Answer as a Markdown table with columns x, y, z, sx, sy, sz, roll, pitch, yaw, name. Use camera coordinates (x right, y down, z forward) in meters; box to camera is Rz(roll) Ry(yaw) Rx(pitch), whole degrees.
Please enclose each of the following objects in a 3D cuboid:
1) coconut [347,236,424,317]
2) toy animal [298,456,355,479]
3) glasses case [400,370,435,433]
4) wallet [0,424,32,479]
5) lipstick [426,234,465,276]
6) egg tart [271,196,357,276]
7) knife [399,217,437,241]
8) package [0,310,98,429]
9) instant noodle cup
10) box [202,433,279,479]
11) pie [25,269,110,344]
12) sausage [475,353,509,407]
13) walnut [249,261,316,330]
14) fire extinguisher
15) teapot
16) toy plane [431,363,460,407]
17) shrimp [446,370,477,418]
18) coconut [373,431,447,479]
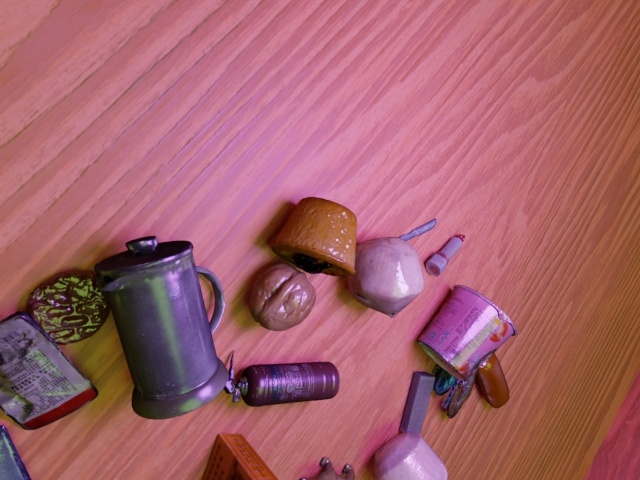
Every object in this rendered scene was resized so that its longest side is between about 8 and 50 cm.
| x | y | z | sx | sy | sz | roll | pitch | yaw | name |
| --- | --- | --- | --- | --- | --- | --- | --- | --- | --- |
| 0.179 | 0.103 | 1.163 | 0.224 | 0.224 | 0.224 | -7 | 103 | -32 | coconut |
| 0.032 | 0.716 | 1.245 | 0.218 | 0.101 | 0.103 | 37 | 81 | -32 | toy animal |
| 0.328 | 0.551 | 1.435 | 0.070 | 0.047 | 0.205 | 13 | 93 | -28 | glasses case |
| -0.673 | 0.524 | 0.783 | 0.251 | 0.054 | 0.291 | -22 | 109 | -29 | wallet |
| 0.421 | 0.035 | 1.393 | 0.186 | 0.057 | 0.063 | -42 | 147 | -26 | lipstick |
| 0.000 | 0.000 | 1.032 | 0.215 | 0.215 | 0.171 | 29 | 73 | -33 | egg tart |
| 0.294 | -0.023 | 1.320 | 0.210 | 0.015 | 0.028 | -23 | 105 | -28 | knife |
| -0.558 | 0.255 | 0.799 | 0.154 | 0.030 | 0.239 | -27 | 114 | -7 | package |
| 0.464 | 0.307 | 1.371 | 0.231 | 0.243 | 0.243 | -47 | 120 | -9 | instant noodle cup |
| -0.181 | 0.602 | 0.980 | 0.076 | 0.274 | 0.174 | 20 | 88 | -38 | box |
| -0.493 | 0.132 | 0.832 | 0.154 | 0.036 | 0.155 | -6 | 101 | -32 | pie |
| 0.649 | 0.528 | 1.606 | 0.105 | 0.105 | 0.274 | -38 | 117 | -21 | sausage |
| -0.095 | 0.140 | 1.031 | 0.166 | 0.149 | 0.167 | 1 | 80 | -4 | walnut |
| -0.118 | 0.351 | 1.088 | 0.343 | 0.102 | 0.138 | 9 | 62 | -33 | fire extinguisher |
| -0.304 | 0.149 | 0.879 | 0.270 | 0.200 | 0.337 | -30 | 115 | -53 | teapot |
| 0.454 | 0.456 | 1.467 | 0.060 | 0.096 | 0.235 | 33 | 83 | -34 | toy plane |
| 0.499 | 0.530 | 1.511 | 0.173 | 0.058 | 0.253 | -22 | 125 | -45 | shrimp |
| 0.289 | 0.739 | 1.326 | 0.224 | 0.224 | 0.234 | -23 | 67 | -27 | coconut |
